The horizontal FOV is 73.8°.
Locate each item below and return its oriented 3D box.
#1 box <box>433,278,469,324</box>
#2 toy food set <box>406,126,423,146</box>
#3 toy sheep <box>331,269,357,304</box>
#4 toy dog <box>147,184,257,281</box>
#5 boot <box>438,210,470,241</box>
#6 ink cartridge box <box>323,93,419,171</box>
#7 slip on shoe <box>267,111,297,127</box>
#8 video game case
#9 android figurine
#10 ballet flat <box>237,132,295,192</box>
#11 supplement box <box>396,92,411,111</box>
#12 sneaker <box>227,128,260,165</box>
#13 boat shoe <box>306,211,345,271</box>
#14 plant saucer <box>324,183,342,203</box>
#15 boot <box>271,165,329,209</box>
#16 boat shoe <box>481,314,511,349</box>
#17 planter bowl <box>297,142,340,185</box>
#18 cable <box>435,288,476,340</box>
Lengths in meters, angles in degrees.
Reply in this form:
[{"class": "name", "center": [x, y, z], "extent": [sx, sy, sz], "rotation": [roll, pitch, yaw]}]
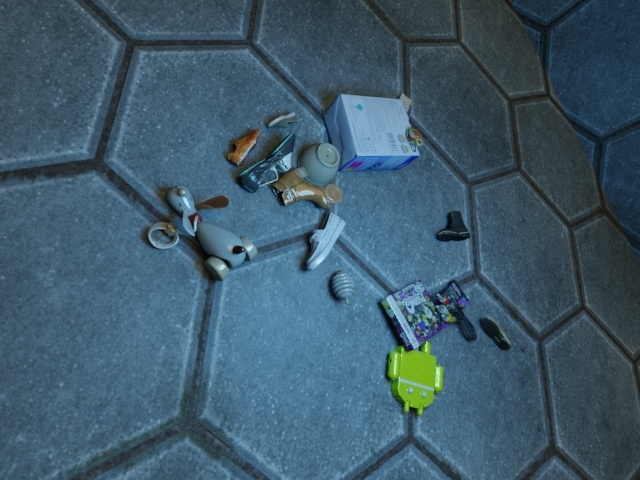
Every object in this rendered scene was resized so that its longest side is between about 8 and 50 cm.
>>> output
[{"class": "box", "center": [0.541, 0.253, 1.768], "extent": [0.162, 0.029, 0.116], "rotation": [-36, 94, -33]}, {"class": "toy food set", "center": [0.384, -0.422, 1.743], "extent": [0.082, 0.020, 0.083], "rotation": [3, 73, -31]}, {"class": "toy sheep", "center": [0.082, 0.163, 1.501], "extent": [0.091, 0.091, 0.132], "rotation": [1, 54, -30]}, {"class": "toy dog", "center": [-0.330, -0.031, 1.285], "extent": [0.333, 0.161, 0.220], "rotation": [33, 60, -17]}, {"class": "boot", "center": [0.569, -0.070, 1.879], "extent": [0.197, 0.076, 0.137], "rotation": [3, 66, -43]}, {"class": "ink cartridge box", "center": [0.237, -0.436, 1.759], "extent": [0.395, 0.151, 0.270], "rotation": [-8, 78, -31]}, {"class": "slip on shoe", "center": [-0.140, -0.445, 1.610], "extent": [0.135, 0.051, 0.041], "rotation": [-35, 104, -40]}, {"class": "video game case", "center": [0.355, 0.277, 1.612], "extent": [0.232, 0.042, 0.210], "rotation": [-17, 74, -42]}, {"class": "android figurine", "center": [0.345, 0.490, 1.558], "extent": [0.248, 0.056, 0.273], "rotation": [24, 61, -21]}, {"class": "ballet flat", "center": [-0.170, -0.266, 1.509], "extent": [0.280, 0.095, 0.096], "rotation": [-45, 107, -23]}, {"class": "supplement box", "center": [0.378, -0.626, 1.976], "extent": [0.062, 0.036, 0.099], "rotation": [32, 60, -16]}, {"class": "sneaker", "center": [-0.264, -0.338, 1.491], "extent": [0.067, 0.064, 0.175], "rotation": [32, 57, -5]}, {"class": "boat shoe", "center": [0.000, 0.000, 1.516], "extent": [0.084, 0.095, 0.258], "rotation": [39, 48, -8]}, {"class": "plant saucer", "center": [0.051, -0.181, 1.645], "extent": [0.083, 0.013, 0.084], "rotation": [10, 69, -27]}, {"class": "boot", "center": [-0.072, -0.161, 1.538], "extent": [0.152, 0.073, 0.197], "rotation": [-39, 86, -32]}, {"class": "boat shoe", "center": [0.752, 0.382, 1.831], "extent": [0.190, 0.068, 0.072], "rotation": [53, 43, -16]}, {"class": "planter bowl", "center": [0.007, -0.300, 1.605], "extent": [0.162, 0.109, 0.162], "rotation": [11, 67, -27]}, {"class": "cable", "center": [0.542, 0.302, 1.713], "extent": [0.287, 0.072, 0.140], "rotation": [45, 36, -39]}]
